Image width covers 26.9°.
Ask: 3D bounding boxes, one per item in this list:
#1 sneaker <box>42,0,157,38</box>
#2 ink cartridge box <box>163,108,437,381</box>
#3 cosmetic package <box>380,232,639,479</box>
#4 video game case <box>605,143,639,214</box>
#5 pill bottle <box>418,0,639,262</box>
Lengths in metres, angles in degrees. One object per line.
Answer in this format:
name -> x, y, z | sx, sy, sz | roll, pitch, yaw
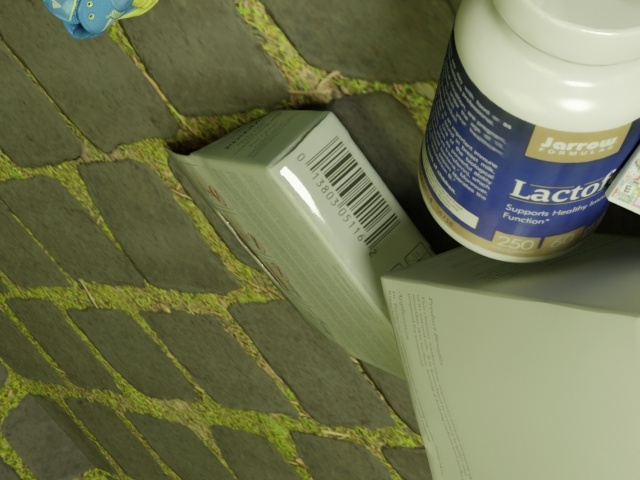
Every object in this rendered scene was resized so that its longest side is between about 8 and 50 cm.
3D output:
sneaker -> -0.186, -0.256, 1.214 | 0.091, 0.126, 0.240 | 39, 153, 5
ink cartridge box -> 0.000, 0.000, 1.433 | 0.308, 0.091, 0.385 | 52, 168, -19
cosmetic package -> 0.216, 0.115, 1.050 | 0.385, 0.156, 0.217 | 9, 116, 64
video game case -> 0.265, -0.062, 0.919 | 0.087, 0.011, 0.122 | 22, 117, -18
pill bottle -> 0.160, -0.110, 0.944 | 0.153, 0.153, 0.264 | 34, 152, 15
